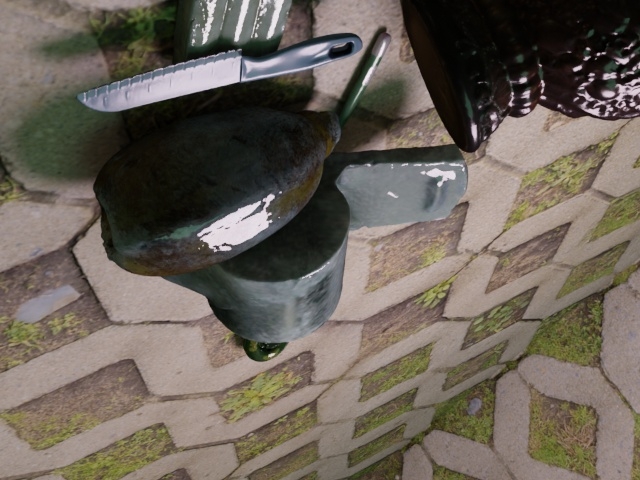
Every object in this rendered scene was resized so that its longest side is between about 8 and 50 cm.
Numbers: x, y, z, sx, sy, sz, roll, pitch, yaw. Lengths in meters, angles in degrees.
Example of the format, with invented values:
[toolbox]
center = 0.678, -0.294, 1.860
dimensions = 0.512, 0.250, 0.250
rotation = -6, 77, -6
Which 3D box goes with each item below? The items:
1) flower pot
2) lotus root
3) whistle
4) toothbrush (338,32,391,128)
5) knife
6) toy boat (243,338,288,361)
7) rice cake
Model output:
[flower pot]
center = 0.247, -0.233, 0.940
dimensions = 0.267, 0.266, 0.266
rotation = -23, 155, 4
[lotus root]
center = -0.090, -0.068, 0.932
dimensions = 0.322, 0.140, 0.158
rotation = -26, 118, -25
[whistle]
center = -0.006, -0.027, 1.100
dimensions = 0.405, 0.188, 0.168
rotation = -35, 155, -22
[toothbrush]
center = 0.029, -0.158, 1.074
dimensions = 0.018, 0.024, 0.257
rotation = -11, 146, -37
[knife]
center = -0.087, -0.168, 0.835
dimensions = 0.313, 0.019, 0.044
rotation = -20, 145, -26
[toy boat]
center = -0.081, 0.144, 1.450
dimensions = 0.104, 0.052, 0.210
rotation = -22, 152, -27
[rice cake]
center = -0.072, -0.236, 0.793
dimensions = 0.124, 0.038, 0.211
rotation = -15, 150, -33
